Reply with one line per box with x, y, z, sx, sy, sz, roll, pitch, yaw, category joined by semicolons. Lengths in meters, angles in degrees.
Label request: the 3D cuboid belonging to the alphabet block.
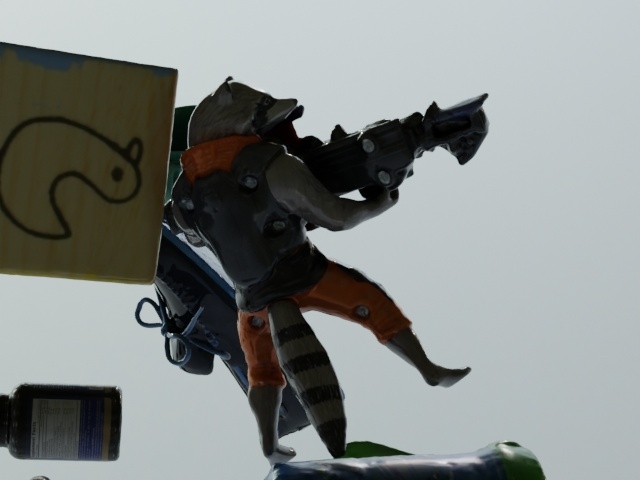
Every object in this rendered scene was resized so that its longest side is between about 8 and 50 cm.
-0.256;-0.070;1.266;0.192;0.197;0.193;5;-179;-25;alphabet block

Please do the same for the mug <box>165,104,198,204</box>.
-0.169;-0.094;1.728;0.157;0.097;0.129;-28;-141;-33;mug

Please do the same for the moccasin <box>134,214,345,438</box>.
-0.108;0.101;1.462;0.117;0.342;0.138;-41;-155;3;moccasin

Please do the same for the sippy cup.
0.056;0.278;1.154;0.224;0.240;0.305;7;166;-6;sippy cup

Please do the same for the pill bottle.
-0.424;0.285;2.173;0.219;0.123;0.123;3;-153;-9;pill bottle

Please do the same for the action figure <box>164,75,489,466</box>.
0.000;0.000;1.187;0.341;0.330;0.178;-27;-178;29;action figure

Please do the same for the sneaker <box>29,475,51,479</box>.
-0.343;0.367;1.833;0.071;0.066;0.188;-30;-150;-1;sneaker
